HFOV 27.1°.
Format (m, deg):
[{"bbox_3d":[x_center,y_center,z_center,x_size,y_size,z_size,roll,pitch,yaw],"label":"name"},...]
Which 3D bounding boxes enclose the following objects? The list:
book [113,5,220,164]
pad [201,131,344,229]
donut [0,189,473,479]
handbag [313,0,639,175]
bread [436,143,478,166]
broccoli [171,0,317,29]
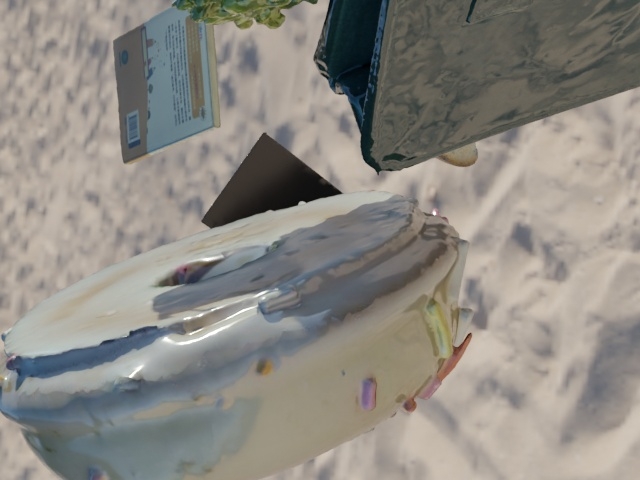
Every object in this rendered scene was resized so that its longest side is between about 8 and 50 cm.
[{"bbox_3d":[-0.239,-0.243,2.023,0.295,0.020,0.208,-13,80,55],"label":"book"},{"bbox_3d":[0.000,0.000,1.483,0.006,0.245,0.170,-45,11,47],"label":"pad"},{"bbox_3d":[-0.062,0.080,1.028,0.382,0.382,0.142,12,122,67],"label":"donut"},{"bbox_3d":[0.167,-0.164,0.835,0.238,0.326,0.089,102,148,-65],"label":"handbag"},{"bbox_3d":[0.181,-0.171,1.907,0.044,0.129,0.126,-5,59,53],"label":"bread"},{"bbox_3d":[-0.126,-0.305,1.006,0.293,0.280,0.348,51,171,53],"label":"broccoli"}]
